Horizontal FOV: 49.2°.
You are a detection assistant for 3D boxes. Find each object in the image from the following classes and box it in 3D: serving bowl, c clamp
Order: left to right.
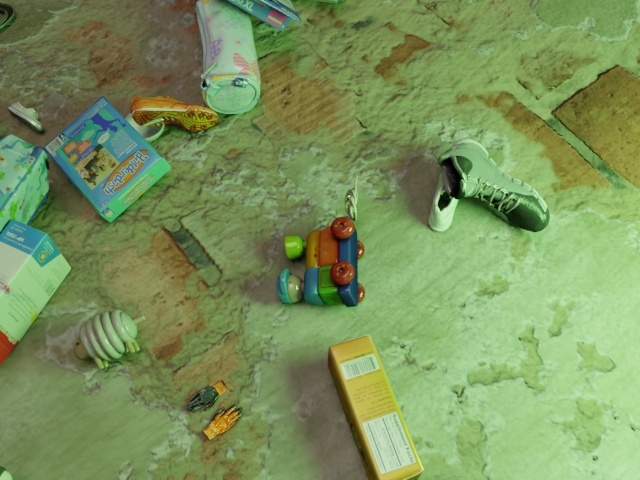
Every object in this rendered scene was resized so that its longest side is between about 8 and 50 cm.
[{"bbox_3d":[-0.784,-0.501,1.592,0.160,0.022,0.137,10,57,9],"label":"c clamp"},{"bbox_3d":[-0.357,-0.231,1.423,0.083,0.027,0.083,-1,60,1],"label":"serving bowl"}]

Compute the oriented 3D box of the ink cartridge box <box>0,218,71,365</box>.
[{"bbox_3d":[-0.539,0.097,1.186,0.078,0.134,0.231,22,63,12],"label":"ink cartridge box"}]

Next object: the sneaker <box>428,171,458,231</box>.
[{"bbox_3d":[0.242,-0.092,1.312,0.053,0.061,0.152,14,61,11],"label":"sneaker"}]

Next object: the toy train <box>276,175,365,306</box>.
[{"bbox_3d":[0.000,0.000,1.253,0.143,0.105,0.248,-7,60,13],"label":"toy train"}]

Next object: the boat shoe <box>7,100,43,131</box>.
[{"bbox_3d":[-0.602,-0.259,1.443,0.100,0.035,0.035,31,69,24],"label":"boat shoe"}]

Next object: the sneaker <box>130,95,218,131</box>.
[{"bbox_3d":[-0.289,-0.262,1.398,0.175,0.064,0.067,5,50,-23],"label":"sneaker"}]

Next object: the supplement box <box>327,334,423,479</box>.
[{"bbox_3d":[0.082,0.273,1.105,0.080,0.078,0.233,-14,62,-10],"label":"supplement box"}]

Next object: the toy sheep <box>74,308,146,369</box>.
[{"bbox_3d":[-0.353,0.161,1.176,0.132,0.091,0.091,-27,64,-7],"label":"toy sheep"}]

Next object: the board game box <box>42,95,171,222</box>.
[{"bbox_3d":[-0.416,-0.160,1.359,0.160,0.047,0.210,-43,67,-7],"label":"board game box"}]

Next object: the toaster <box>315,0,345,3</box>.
[{"bbox_3d":[-0.006,-0.628,1.580,0.146,0.129,0.227,6,63,9],"label":"toaster"}]

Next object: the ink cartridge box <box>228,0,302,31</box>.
[{"bbox_3d":[-0.161,-0.554,1.482,0.185,0.065,0.311,19,32,-37],"label":"ink cartridge box"}]

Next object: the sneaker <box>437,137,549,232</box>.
[{"bbox_3d":[0.297,-0.081,1.259,0.228,0.086,0.132,44,43,16],"label":"sneaker"}]

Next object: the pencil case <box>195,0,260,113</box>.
[{"bbox_3d":[-0.198,-0.394,1.460,0.124,0.113,0.273,4,58,-22],"label":"pencil case"}]

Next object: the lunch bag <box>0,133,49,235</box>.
[{"bbox_3d":[-0.568,-0.066,1.249,0.090,0.176,0.219,23,53,-6],"label":"lunch bag"}]

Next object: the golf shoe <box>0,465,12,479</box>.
[{"bbox_3d":[-0.455,0.467,1.013,0.120,0.105,0.273,1,66,-16],"label":"golf shoe"}]

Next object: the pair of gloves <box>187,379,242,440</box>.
[{"bbox_3d":[-0.174,0.277,1.147,0.074,0.010,0.083,-34,65,-16],"label":"pair of gloves"}]
